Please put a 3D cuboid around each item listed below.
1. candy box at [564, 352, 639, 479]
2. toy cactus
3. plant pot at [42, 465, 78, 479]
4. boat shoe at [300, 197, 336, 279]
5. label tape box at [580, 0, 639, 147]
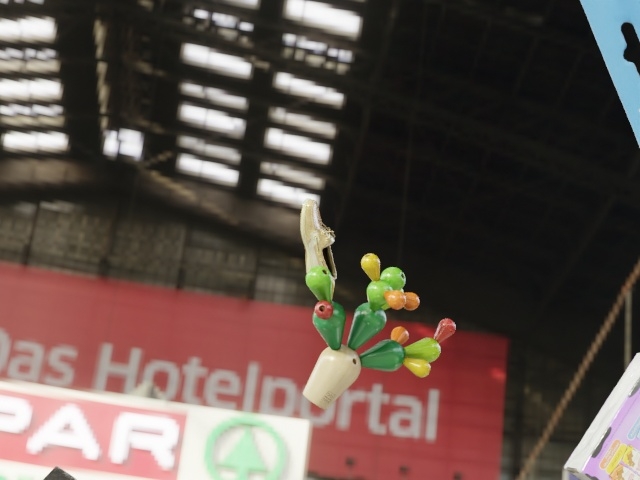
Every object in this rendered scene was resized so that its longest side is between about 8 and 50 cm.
[{"bbox_3d":[0.406,0.248,1.589,0.196,0.165,0.070,36,-10,-2],"label":"candy box"},{"bbox_3d":[0.051,0.116,1.594,0.219,0.180,0.112,32,3,-46],"label":"toy cactus"},{"bbox_3d":[-0.259,0.353,1.387,0.188,0.167,0.187,54,-17,-7],"label":"plant pot"},{"bbox_3d":[0.000,0.000,2.128,0.045,0.050,0.135,0,-68,20],"label":"boat shoe"},{"bbox_3d":[0.496,-0.268,1.642,0.333,0.241,0.106,-23,6,12],"label":"label tape box"}]
